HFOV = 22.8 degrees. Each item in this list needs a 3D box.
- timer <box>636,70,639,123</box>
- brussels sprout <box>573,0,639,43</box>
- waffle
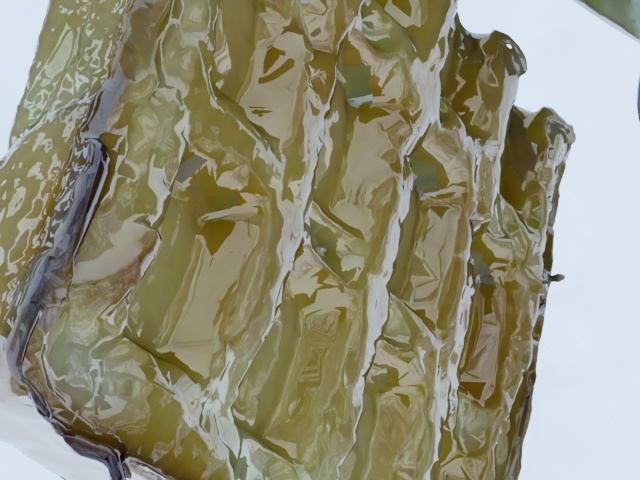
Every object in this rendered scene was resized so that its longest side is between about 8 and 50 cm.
[{"bbox_3d":[0.192,-0.051,0.600,0.136,0.099,0.136,-4,132,-5],"label":"timer"},{"bbox_3d":[0.169,-0.216,0.688,0.219,0.210,0.271,-40,149,-61],"label":"brussels sprout"},{"bbox_3d":[0.001,0.000,0.628,0.077,0.304,0.348,-3,149,30],"label":"waffle"}]
